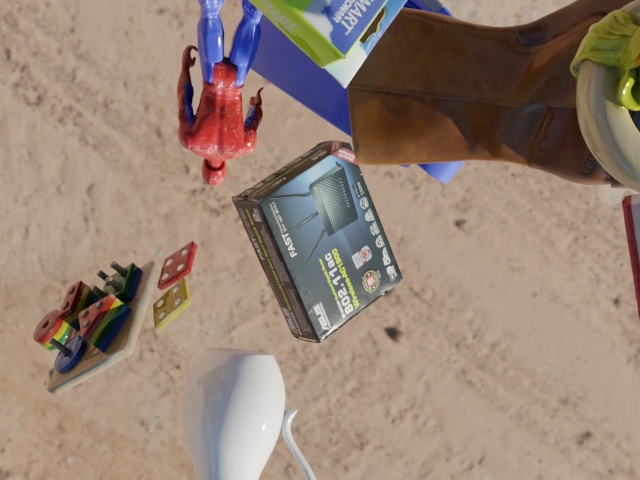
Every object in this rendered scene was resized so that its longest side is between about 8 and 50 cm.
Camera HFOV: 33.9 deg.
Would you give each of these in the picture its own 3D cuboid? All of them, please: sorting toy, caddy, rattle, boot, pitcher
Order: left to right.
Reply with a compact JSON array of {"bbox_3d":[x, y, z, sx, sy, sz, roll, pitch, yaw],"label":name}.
[{"bbox_3d":[-0.244,0.083,1.151,0.274,0.132,0.046,-28,123,31],"label":"sorting toy"},{"bbox_3d":[-0.084,0.240,1.286,0.178,0.125,0.207,5,87,-4],"label":"pitcher"},{"bbox_3d":[0.067,-0.217,1.214,0.179,0.341,0.241,-58,152,10],"label":"caddy"},{"bbox_3d":[0.162,-0.179,0.866,0.096,0.280,0.264,-52,147,-60],"label":"boot"},{"bbox_3d":[0.239,-0.060,0.578,0.130,0.143,0.199,-25,85,-27],"label":"rattle"}]

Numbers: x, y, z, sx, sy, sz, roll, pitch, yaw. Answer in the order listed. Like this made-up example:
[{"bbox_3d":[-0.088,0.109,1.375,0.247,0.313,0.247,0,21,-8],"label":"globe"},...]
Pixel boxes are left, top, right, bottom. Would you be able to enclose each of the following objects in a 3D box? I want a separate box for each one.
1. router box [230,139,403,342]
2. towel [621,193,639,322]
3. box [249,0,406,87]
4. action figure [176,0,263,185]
[{"bbox_3d":[0.000,0.000,0.774,0.092,0.038,0.122,-35,113,-29],"label":"router box"},{"bbox_3d":[0.466,0.047,1.007,0.037,0.329,0.237,-5,87,-58],"label":"towel"},{"bbox_3d":[-0.012,-0.201,0.698,0.178,0.042,0.109,41,72,-19],"label":"box"},{"bbox_3d":[-0.093,-0.193,1.045,0.091,0.139,0.280,6,121,-7],"label":"action figure"}]
